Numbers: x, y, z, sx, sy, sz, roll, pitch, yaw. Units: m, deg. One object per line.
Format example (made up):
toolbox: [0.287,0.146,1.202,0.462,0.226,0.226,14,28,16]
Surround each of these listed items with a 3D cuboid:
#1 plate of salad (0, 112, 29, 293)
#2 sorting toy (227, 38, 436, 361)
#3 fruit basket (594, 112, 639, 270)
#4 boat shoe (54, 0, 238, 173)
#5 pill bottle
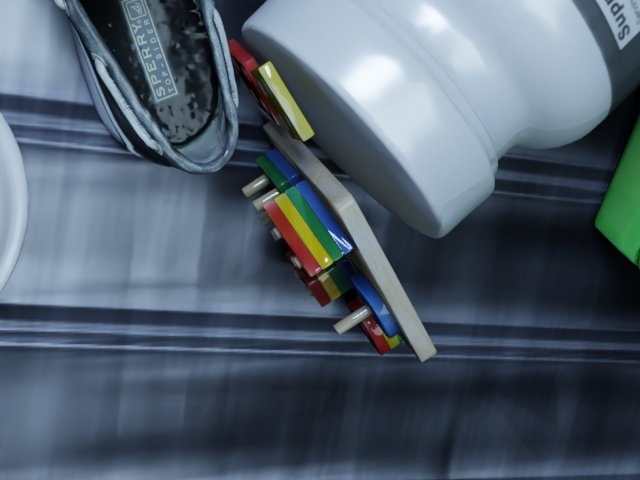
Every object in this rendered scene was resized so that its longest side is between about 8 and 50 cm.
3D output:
plate of salad: [-0.265,-0.016,0.621,0.199,0.048,0.200,-14,115,-32]
sorting toy: [0.000,0.000,0.684,0.046,0.132,0.275,-33,124,-5]
fruit basket: [0.398,-0.062,0.730,0.282,0.392,0.392,25,95,-29]
boat shoe: [-0.120,-0.176,0.602,0.113,0.105,0.306,-21,114,-18]
pill bottle: [0.138,-0.188,0.659,0.363,0.210,0.210,-45,119,-5]
